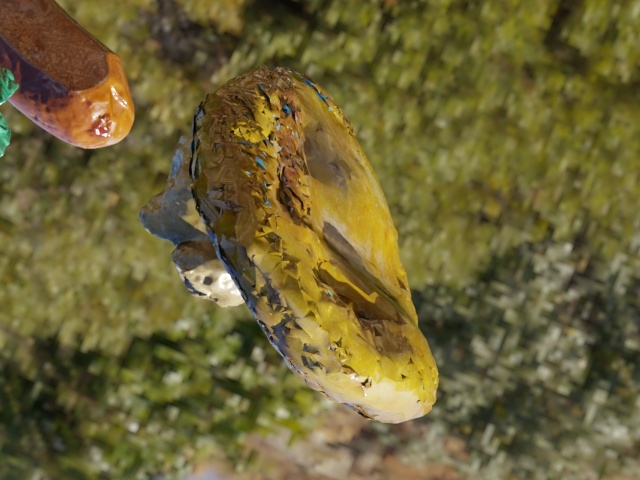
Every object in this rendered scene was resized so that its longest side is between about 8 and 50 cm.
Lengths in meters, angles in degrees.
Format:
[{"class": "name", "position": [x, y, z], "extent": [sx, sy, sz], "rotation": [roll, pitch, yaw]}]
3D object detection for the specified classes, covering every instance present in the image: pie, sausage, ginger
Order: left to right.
[{"class": "sausage", "position": [-0.325, -0.208, 1.957], "extent": [0.258, 0.133, 0.133], "rotation": [41, 169, 7]}, {"class": "ginger", "position": [-0.054, -0.005, 1.703], "extent": [0.270, 0.219, 0.123], "rotation": [52, 150, -9]}, {"class": "pie", "position": [-0.001, 0.001, 1.078], "extent": [0.069, 0.273, 0.273], "rotation": [-28, 146, 16]}]

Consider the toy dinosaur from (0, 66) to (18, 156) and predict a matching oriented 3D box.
[{"class": "toy dinosaur", "position": [-0.244, -0.120, 0.985], "extent": [0.153, 0.094, 0.259], "rotation": [59, -167, -18]}]
